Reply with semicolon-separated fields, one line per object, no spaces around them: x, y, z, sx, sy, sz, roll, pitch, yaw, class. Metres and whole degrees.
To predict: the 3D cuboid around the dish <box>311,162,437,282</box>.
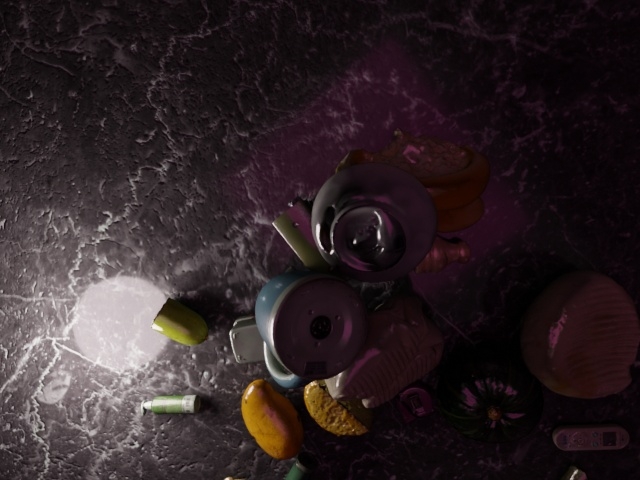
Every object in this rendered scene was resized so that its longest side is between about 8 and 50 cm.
0.122;-0.020;1.020;0.324;0.124;0.324;5;116;11;dish

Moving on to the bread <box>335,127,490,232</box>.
0.258;-0.160;1.198;0.424;0.329;0.245;-3;139;6;bread

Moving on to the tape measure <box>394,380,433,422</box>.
0.305;0.521;1.348;0.118;0.074;0.125;-26;97;9;tape measure

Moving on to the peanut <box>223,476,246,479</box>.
-0.239;0.928;1.455;0.263;0.101;0.117;40;81;0;peanut

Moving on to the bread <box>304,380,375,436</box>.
0.039;0.524;1.339;0.260;0.160;0.147;43;107;-7;bread

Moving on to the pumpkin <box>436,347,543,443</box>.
0.505;0.462;1.255;0.300;0.207;0.300;3;113;7;pumpkin

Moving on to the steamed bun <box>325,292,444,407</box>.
0.154;0.306;1.230;0.367;0.255;0.342;-36;136;-9;steamed bun

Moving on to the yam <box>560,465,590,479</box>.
0.811;0.793;1.338;0.069;0.070;0.146;30;100;1;yam

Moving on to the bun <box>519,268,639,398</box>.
0.713;0.254;1.178;0.365;0.219;0.365;-1;93;-18;bun

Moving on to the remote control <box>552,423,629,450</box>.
0.855;0.623;1.319;0.221;0.042;0.078;-6;97;6;remote control

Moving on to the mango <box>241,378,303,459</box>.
-0.161;0.594;1.390;0.177;0.120;0.295;-25;93;17;mango

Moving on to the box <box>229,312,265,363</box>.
-0.179;0.308;1.341;0.210;0.129;0.148;-11;98;7;box

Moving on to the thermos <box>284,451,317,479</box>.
-0.083;0.833;1.444;0.073;0.083;0.188;33;103;23;thermos

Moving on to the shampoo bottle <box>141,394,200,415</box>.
-0.528;0.578;1.454;0.204;0.065;0.065;-4;98;7;shampoo bottle

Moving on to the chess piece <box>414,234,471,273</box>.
0.299;0.036;1.265;0.307;0.124;0.139;-4;65;3;chess piece

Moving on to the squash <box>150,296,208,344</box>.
-0.455;0.279;1.377;0.186;0.123;0.123;27;100;-2;squash

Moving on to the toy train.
0.000;0.000;1.239;0.131;0.202;0.300;-38;94;12;toy train

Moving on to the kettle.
-0.073;0.231;1.111;0.247;0.342;0.319;16;86;-25;kettle
